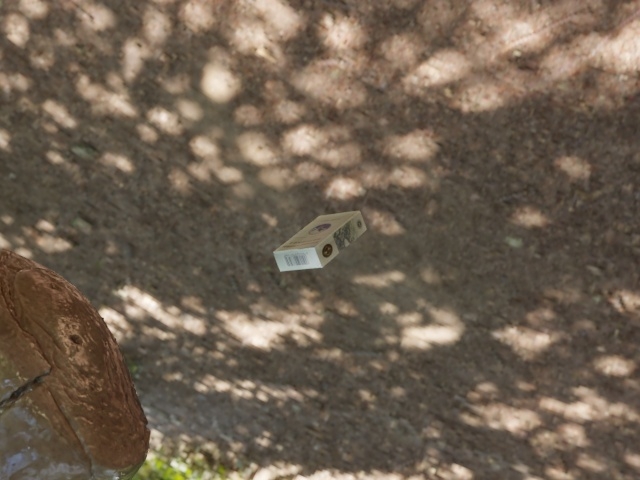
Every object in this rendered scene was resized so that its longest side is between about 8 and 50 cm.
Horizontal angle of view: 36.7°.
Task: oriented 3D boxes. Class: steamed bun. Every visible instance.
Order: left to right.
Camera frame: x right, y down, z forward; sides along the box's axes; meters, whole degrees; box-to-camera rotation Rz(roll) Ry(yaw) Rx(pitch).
[{"bbox_3d":[-0.336,0.168,0.965,0.301,0.251,0.199,51,-160,21],"label":"steamed bun"}]

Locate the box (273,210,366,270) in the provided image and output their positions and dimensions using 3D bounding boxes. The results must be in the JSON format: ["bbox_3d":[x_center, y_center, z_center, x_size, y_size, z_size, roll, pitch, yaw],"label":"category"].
[{"bbox_3d":[0.000,0.000,0.929,0.054,0.083,0.024,-9,111,40],"label":"box"}]
